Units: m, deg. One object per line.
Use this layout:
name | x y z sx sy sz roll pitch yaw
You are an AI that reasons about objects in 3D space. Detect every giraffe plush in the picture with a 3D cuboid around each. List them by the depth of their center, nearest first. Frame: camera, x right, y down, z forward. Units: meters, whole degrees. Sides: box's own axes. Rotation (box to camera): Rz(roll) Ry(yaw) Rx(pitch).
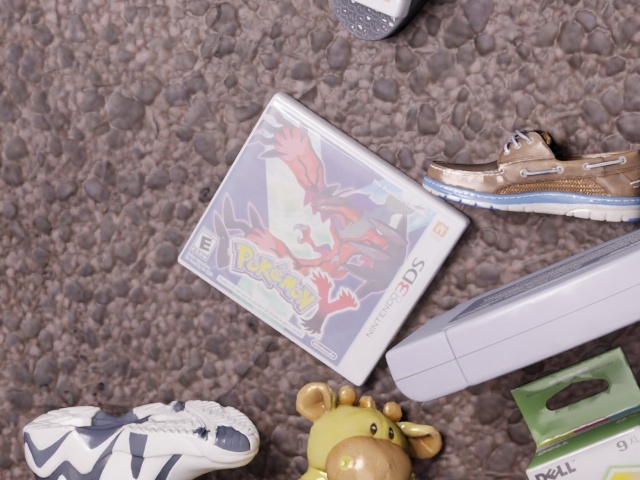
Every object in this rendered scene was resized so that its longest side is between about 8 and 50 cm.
giraffe plush | 0.026 0.223 1.577 0.210 0.181 0.170 37 103 43

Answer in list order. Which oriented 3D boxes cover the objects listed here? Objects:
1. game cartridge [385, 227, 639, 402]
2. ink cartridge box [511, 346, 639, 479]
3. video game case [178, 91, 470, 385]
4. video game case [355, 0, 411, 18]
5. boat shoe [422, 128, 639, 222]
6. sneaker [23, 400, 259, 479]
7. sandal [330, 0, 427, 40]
game cartridge | 0.205 0.044 1.437 0.297 0.198 0.062 -24 95 22
ink cartridge box | 0.247 0.208 1.535 0.109 0.062 0.209 -25 94 22
video game case | 0.000 0.000 1.585 0.201 0.023 0.183 34 110 7
video game case | 0.023 -0.298 1.479 0.173 0.022 0.190 26 110 29
boat shoe | 0.176 -0.058 1.498 0.183 0.066 0.066 6 100 6
sneaker | -0.155 0.232 1.653 0.235 0.094 0.153 -4 103 19
sandal | 0.107 -0.264 1.479 0.254 0.054 0.097 -37 83 31
